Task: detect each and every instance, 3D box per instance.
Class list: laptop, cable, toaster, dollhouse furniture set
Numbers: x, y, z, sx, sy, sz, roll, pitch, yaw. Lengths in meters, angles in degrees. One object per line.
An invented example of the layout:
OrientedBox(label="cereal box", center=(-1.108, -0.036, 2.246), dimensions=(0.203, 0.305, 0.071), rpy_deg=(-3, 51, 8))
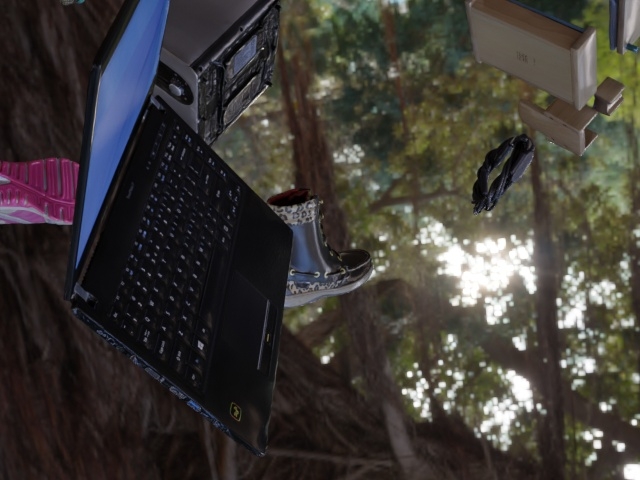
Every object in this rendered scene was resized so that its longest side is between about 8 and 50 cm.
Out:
OrientedBox(label="laptop", center=(-0.065, -0.041, 0.565), dimensions=(0.136, 0.264, 0.234), rpy_deg=(-29, -148, 26))
OrientedBox(label="cable", center=(0.347, -0.133, 1.731), dimensions=(0.047, 0.185, 0.150), rpy_deg=(31, -178, -17))
OrientedBox(label="toaster", center=(-0.124, -0.210, 0.977), dimensions=(0.110, 0.168, 0.186), rpy_deg=(33, -118, 10))
OrientedBox(label="dollhouse furniture set", center=(0.412, -0.358, 1.369), dimensions=(0.198, 0.286, 0.303), rpy_deg=(36, -104, 31))

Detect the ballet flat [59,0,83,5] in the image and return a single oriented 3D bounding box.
OrientedBox(label="ballet flat", center=(-0.498, -0.585, 1.690), dimensions=(0.182, 0.164, 0.483), rpy_deg=(22, -152, -17))

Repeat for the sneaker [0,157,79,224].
OrientedBox(label="sneaker", center=(-0.464, -0.076, 1.353), dimensions=(0.252, 0.103, 0.111), rpy_deg=(10, 166, -31))

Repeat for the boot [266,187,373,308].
OrientedBox(label="boot", center=(0.000, 0.001, 1.436), dimensions=(0.236, 0.179, 0.085), rpy_deg=(-18, -153, -40))
